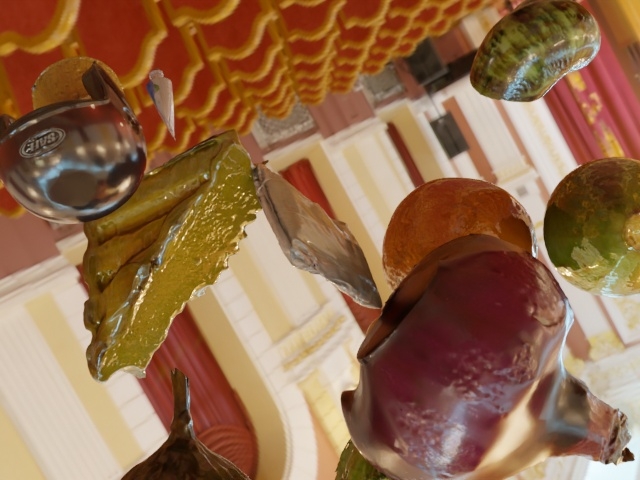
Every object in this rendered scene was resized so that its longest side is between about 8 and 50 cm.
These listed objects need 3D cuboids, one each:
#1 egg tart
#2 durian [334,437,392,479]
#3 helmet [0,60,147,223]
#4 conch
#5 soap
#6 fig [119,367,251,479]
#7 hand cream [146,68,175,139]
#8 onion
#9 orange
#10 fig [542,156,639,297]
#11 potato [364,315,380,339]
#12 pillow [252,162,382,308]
[{"bbox_3d":[-0.516,-0.280,1.723,0.203,0.202,0.147,-29,-138,-1],"label":"egg tart"},{"bbox_3d":[0.070,0.464,1.400,0.169,0.158,0.351,23,-101,52],"label":"durian"},{"bbox_3d":[-0.328,-0.119,1.050,0.189,0.193,0.216,-26,177,1],"label":"helmet"},{"bbox_3d":[0.307,-0.287,1.151,0.187,0.124,0.181,-4,-152,8],"label":"conch"},{"bbox_3d":[-0.208,0.036,1.216,0.339,0.304,0.169,-22,155,33],"label":"soap"},{"bbox_3d":[-0.222,0.383,1.220,0.286,0.368,0.286,-10,171,-2],"label":"fig"},{"bbox_3d":[-0.322,-0.282,1.627,0.053,0.142,0.084,-14,163,-5],"label":"hand cream"},{"bbox_3d":[0.256,0.220,1.150,0.398,0.420,0.398,-52,170,-13],"label":"onion"},{"bbox_3d":[0.269,0.026,1.568,0.312,0.312,0.312,-28,-176,2],"label":"orange"},{"bbox_3d":[0.524,-0.026,1.396,0.258,0.258,0.326,-28,173,8],"label":"fig"},{"bbox_3d":[0.176,0.260,1.698,0.150,0.233,0.146,-16,-168,11],"label":"potato"},{"bbox_3d":[0.000,0.000,1.238,0.067,0.173,0.270,-34,145,17],"label":"pillow"}]
